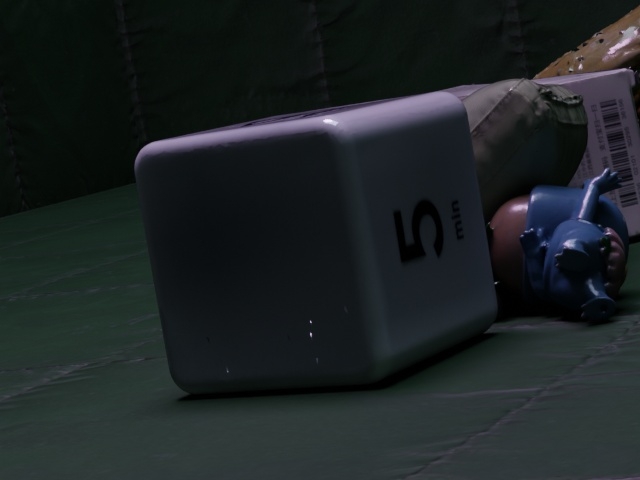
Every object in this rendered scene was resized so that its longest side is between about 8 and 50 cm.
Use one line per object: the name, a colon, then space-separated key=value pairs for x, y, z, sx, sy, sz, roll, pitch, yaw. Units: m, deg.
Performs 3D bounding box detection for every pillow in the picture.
pillow: x=0.129 y=-0.043 z=1.692 sx=0.255 sy=0.120 sz=0.322 roll=-43 pitch=-6 yaw=13

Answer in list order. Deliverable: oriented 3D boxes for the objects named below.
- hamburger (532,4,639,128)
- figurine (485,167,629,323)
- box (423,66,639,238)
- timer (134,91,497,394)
hamburger: x=0.373 y=-0.162 z=2.153 sx=0.318 sy=0.195 sz=0.277 roll=-34 pitch=-2 yaw=39
figurine: x=0.180 y=0.012 z=1.514 sx=0.144 sy=0.114 sz=0.178 roll=-11 pitch=14 yaw=2
box: x=0.200 y=-0.080 z=2.000 sx=0.145 sy=0.173 sz=0.333 roll=-15 pitch=7 yaw=-27
timer: x=0.000 y=0.000 z=1.436 sx=0.192 sy=0.194 sz=0.195 roll=-6 pitch=6 yaw=32
